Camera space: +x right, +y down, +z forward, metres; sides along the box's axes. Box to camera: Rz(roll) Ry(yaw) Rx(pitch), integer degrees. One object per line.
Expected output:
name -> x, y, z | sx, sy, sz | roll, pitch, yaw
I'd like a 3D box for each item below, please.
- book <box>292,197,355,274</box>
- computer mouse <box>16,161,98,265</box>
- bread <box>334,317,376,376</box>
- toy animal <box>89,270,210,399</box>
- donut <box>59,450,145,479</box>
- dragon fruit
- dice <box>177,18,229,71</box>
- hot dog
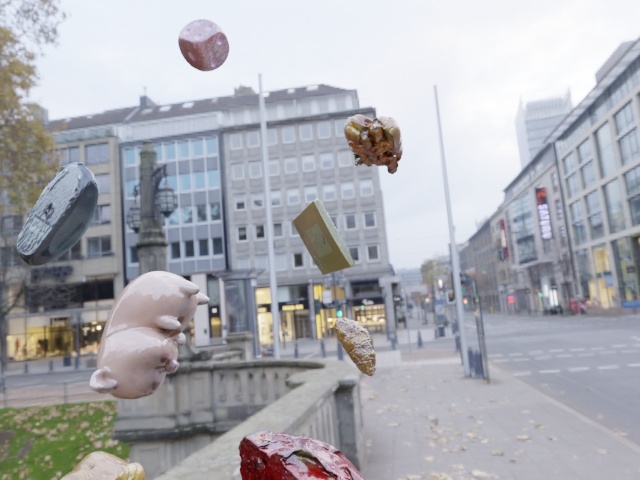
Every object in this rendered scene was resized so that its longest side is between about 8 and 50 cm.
book -> 0.000, 0.000, 1.987 | 0.032, 0.269, 0.389 | -29, 1, -17
computer mouse -> -0.867, -0.082, 1.770 | 0.203, 0.374, 0.114 | 26, -7, 29
bread -> 0.128, 0.344, 1.779 | 0.105, 0.233, 0.076 | -11, -34, -34
toy animal -> -0.326, 0.175, 0.988 | 0.154, 0.250, 0.166 | 13, -24, 18
donut -> -0.532, 0.635, 1.190 | 0.150, 0.317, 0.299 | 29, -8, 8
dragon fruit -> 0.022, 0.499, 1.117 | 0.286, 0.228, 0.329 | -4, -12, -33
dice -> -0.286, -0.479, 1.302 | 0.093, 0.091, 0.094 | 30, -23, 22
hot dog -> 0.161, -0.273, 1.558 | 0.158, 0.117, 0.349 | 5, -4, 10
